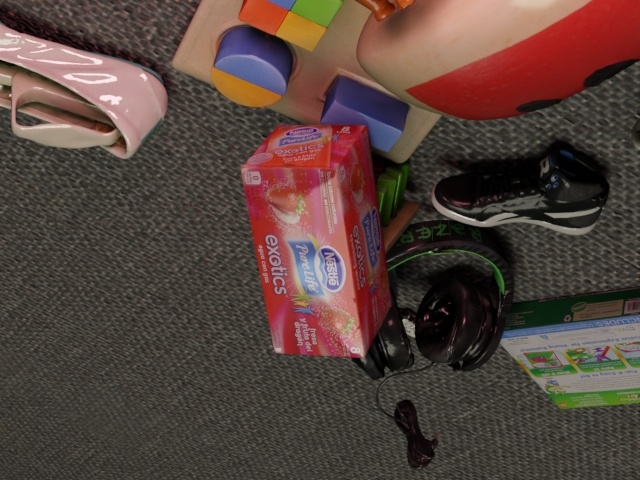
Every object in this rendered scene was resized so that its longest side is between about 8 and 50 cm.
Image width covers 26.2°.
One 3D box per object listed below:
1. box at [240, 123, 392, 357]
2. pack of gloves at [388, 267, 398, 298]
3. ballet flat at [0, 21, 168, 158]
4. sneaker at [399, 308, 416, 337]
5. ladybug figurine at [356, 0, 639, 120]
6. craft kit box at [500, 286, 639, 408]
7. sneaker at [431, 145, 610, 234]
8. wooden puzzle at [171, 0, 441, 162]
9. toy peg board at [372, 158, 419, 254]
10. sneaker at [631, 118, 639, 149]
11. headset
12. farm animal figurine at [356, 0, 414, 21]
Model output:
[{"bbox_3d":[0.000,0.000,1.647,0.123,0.128,0.257,1,118,20],"label":"box"},{"bbox_3d":[0.017,0.012,2.006,0.195,0.046,0.232,6,137,12],"label":"pack of gloves"},{"bbox_3d":[-0.395,-0.200,1.739,0.400,0.139,0.139,16,148,-2],"label":"ballet flat"},{"bbox_3d":[0.137,0.126,2.129,0.083,0.032,0.037,13,149,1],"label":"sneaker"},{"bbox_3d":[0.220,-0.233,1.237,0.162,0.305,0.449,51,145,-12],"label":"ladybug figurine"},{"bbox_3d":[0.422,0.166,2.058,0.250,0.061,0.246,-9,139,33],"label":"craft kit box"},{"bbox_3d":[0.254,-0.076,1.730,0.217,0.079,0.121,6,145,-2],"label":"sneaker"},{"bbox_3d":[0.014,-0.216,1.595,0.322,0.080,0.348,22,148,-12],"label":"wooden puzzle"},{"bbox_3d":[0.036,-0.064,1.779,0.161,0.161,0.079,17,116,14],"label":"toy peg board"},{"bbox_3d":[0.458,-0.151,1.461,0.146,0.122,0.330,23,147,-17],"label":"sneaker"},{"bbox_3d":[0.147,0.147,1.964,0.243,0.185,0.394,-4,136,-12],"label":"headset"},{"bbox_3d":[0.122,-0.356,1.162,0.330,0.327,0.172,-37,101,9],"label":"farm animal figurine"}]
